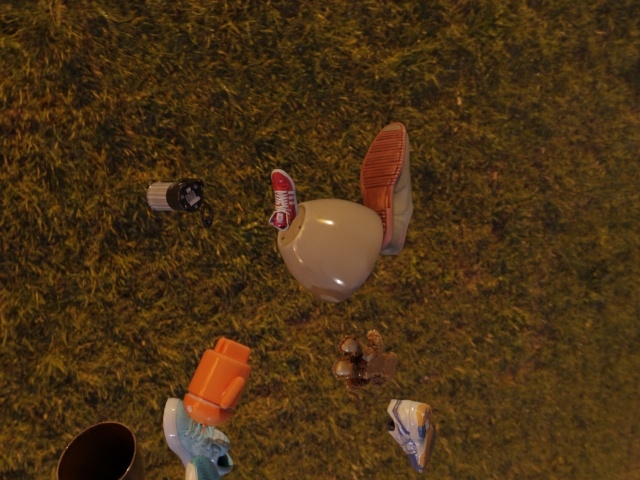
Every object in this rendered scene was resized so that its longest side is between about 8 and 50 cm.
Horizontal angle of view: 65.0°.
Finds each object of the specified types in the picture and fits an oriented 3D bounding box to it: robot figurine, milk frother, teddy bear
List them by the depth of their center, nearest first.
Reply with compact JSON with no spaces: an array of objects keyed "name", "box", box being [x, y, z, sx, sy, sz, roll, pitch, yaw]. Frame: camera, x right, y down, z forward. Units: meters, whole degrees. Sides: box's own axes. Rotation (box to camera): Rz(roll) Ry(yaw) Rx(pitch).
[{"name":"robot figurine","box":[-0.249,0.350,1.218,0.219,0.158,0.128,-67,157,-15]},{"name":"milk frother","box":[-0.379,-0.098,1.388,0.129,0.135,0.143,-29,117,-50]},{"name":"teddy bear","box":[0.164,0.475,1.975,0.338,0.113,0.244,4,85,-47]}]

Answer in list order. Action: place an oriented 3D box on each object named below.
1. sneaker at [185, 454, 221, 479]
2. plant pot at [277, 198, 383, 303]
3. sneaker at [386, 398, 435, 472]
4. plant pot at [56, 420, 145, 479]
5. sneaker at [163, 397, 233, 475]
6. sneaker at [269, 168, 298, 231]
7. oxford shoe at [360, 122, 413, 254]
[{"name":"sneaker","box":[-0.237,0.525,0.958,0.092,0.087,0.228,-5,94,15]},{"name":"plant pot","box":[0.000,0.000,1.328,0.191,0.284,0.284,29,97,-27]},{"name":"sneaker","box":[0.278,0.595,1.556,0.112,0.131,0.296,-47,136,-46]},{"name":"plant pot","box":[-0.600,0.678,1.451,0.216,0.215,0.230,-24,135,-17]},{"name":"sneaker","box":[-0.357,0.593,1.523,0.150,0.135,0.365,-11,129,1]},{"name":"sneaker","box":[-0.074,-0.071,0.940,0.067,0.042,0.118,-66,151,-41]},{"name":"oxford shoe","box":[0.208,-0.150,1.500,0.147,0.141,0.396,17,82,-45]}]
